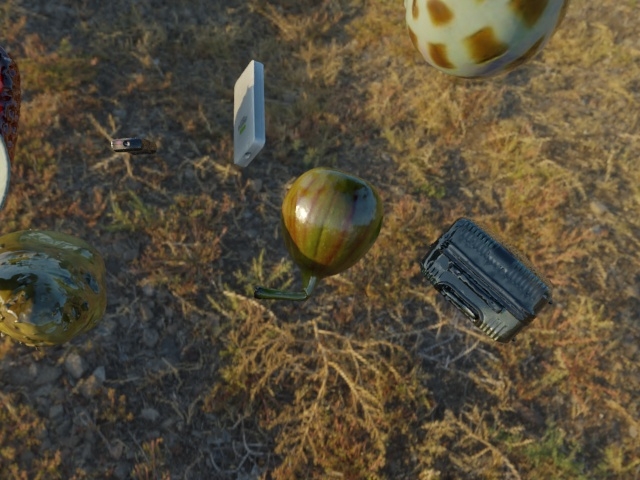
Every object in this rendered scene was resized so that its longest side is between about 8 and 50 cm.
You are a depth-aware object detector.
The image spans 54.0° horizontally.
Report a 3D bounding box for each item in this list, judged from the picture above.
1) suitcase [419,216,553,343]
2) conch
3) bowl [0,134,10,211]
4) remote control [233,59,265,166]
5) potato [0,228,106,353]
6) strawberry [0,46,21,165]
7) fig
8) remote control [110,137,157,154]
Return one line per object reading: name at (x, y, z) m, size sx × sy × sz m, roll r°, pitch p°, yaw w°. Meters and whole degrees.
suitcase at (0.291, 0.060, 1.079) m, size 0.202 × 0.128 × 0.312 m, roll 43°, pitch 13°, yaw 16°
conch at (0.196, -0.322, 0.757) m, size 0.197 × 0.368 × 0.250 m, roll -9°, pitch 79°, yaw 4°
bowl at (-0.523, -0.023, 0.763) m, size 0.313 × 0.146 × 0.314 m, roll 4°, pitch 59°, yaw -7°
remote control at (-0.162, -0.290, 1.421) m, size 0.034 × 0.103 × 0.250 m, roll 16°, pitch 52°, yaw -30°
potato at (-0.420, 0.073, 0.944) m, size 0.191 × 0.142 × 0.296 m, roll 13°, pitch 9°, yaw -24°
strawberry at (-0.652, -0.244, 1.183) m, size 0.280 × 0.150 × 0.254 m, roll 32°, pitch 75°, yaw 5°
fig at (0.008, -0.007, 0.846) m, size 0.147 × 0.142 × 0.187 m, roll 13°, pitch 76°, yaw -29°
remote control at (-0.341, -0.174, 1.160) m, size 0.059 × 0.028 × 0.212 m, roll -2°, pitch 7°, yaw -7°
